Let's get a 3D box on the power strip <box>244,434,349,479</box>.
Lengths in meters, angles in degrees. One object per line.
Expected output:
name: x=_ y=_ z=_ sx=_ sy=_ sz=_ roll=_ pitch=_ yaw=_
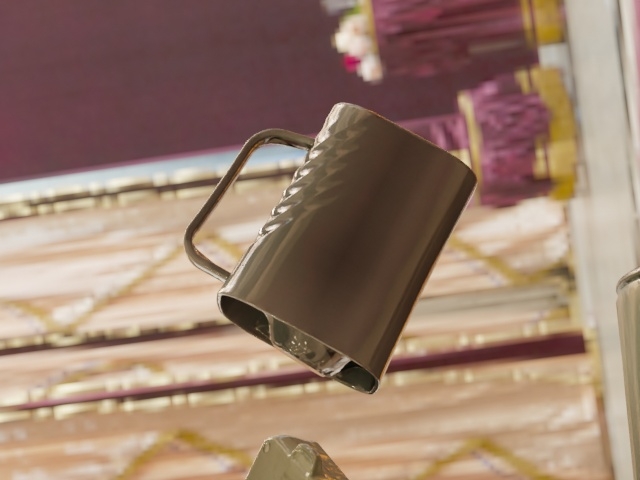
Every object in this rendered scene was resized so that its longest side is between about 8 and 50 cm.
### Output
power strip: x=-0.051 y=0.274 z=1.283 sx=0.118 sy=0.046 sz=0.270 roll=41 pitch=108 yaw=53

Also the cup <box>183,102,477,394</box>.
cup: x=0.000 y=0.000 z=0.907 sx=0.129 sy=0.128 sz=0.095 roll=-61 pitch=-6 yaw=-13

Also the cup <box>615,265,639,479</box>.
cup: x=0.355 y=0.184 z=1.005 sx=0.401 sy=0.310 sz=0.392 roll=153 pitch=120 yaw=-67
